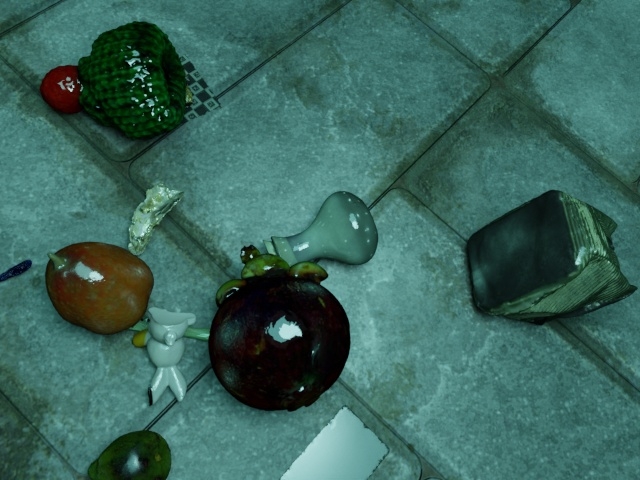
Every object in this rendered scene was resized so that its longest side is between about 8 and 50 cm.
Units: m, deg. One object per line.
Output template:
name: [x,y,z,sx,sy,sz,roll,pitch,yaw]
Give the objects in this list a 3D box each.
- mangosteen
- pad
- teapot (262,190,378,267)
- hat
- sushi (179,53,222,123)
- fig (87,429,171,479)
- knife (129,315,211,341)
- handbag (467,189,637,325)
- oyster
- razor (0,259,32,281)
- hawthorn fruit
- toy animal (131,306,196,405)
mangosteen: [-0.086,0.188,1.093,0.311,0.311,0.311,4,67,-9]
pad: [0.034,0.476,1.151,0.143,0.003,0.211,44,68,8]
teapot: [0.000,0.000,1.260,0.251,0.183,0.183,-24,74,-6]
hat: [-0.501,-0.363,1.304,0.333,0.242,0.274,-11,51,10]
sushi: [-0.365,-0.405,1.422,0.139,0.031,0.201,-31,77,-21]
fig: [-0.375,0.437,1.047,0.156,0.123,0.123,-22,69,22]
knife: [-0.307,0.194,1.194,0.293,0.020,0.043,8,69,-6]
handbag: [0.531,0.056,1.255,0.240,0.341,0.247,14,60,-25]
oyster: [-0.398,-0.057,1.273,0.106,0.061,0.200,32,62,23]
razor: [-0.695,0.081,1.162,0.155,0.028,0.044,-27,75,-18]
hawthorn fruit: [-0.459,0.083,1.084,0.200,0.251,0.199,-6,65,13]
toy animal: [-0.334,0.236,1.128,0.131,0.181,0.127,7,26,-11]
